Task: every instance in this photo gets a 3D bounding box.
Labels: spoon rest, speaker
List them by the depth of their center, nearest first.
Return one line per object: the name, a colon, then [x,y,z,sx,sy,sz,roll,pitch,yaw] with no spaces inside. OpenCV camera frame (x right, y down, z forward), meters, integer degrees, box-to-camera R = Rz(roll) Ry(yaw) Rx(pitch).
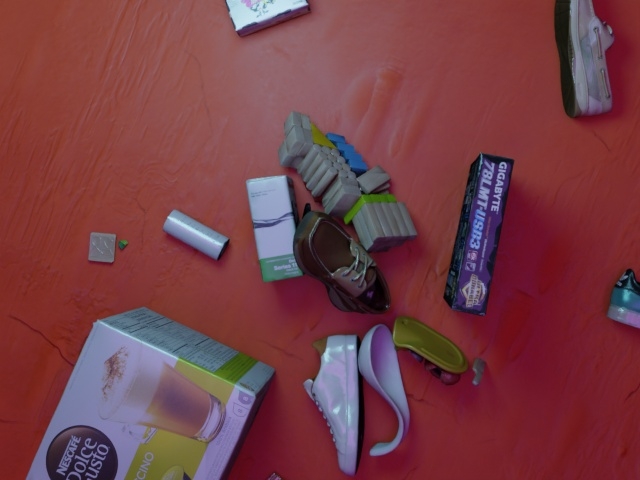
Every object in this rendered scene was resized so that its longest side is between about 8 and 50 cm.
spoon rest: [0.135,0.309,1.896,0.084,0.137,0.276,-1,100,26]
speaker: [-0.264,-0.013,1.941,0.136,0.055,0.055,28,93,2]

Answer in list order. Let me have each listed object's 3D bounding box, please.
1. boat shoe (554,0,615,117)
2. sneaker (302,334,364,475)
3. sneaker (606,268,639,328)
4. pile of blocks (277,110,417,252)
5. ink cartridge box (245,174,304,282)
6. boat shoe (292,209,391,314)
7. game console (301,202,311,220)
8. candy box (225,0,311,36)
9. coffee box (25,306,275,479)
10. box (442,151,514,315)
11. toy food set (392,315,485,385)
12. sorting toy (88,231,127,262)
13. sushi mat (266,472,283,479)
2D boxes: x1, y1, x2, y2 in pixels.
boat shoe: [0.542,-0.405,1.864,0.098,0.109,0.302,-7,96,-2]
sneaker: [0.028,0.344,1.914,0.123,0.106,0.290,-3,81,9]
sneaker: [0.745,0.141,1.857,0.302,0.108,0.121,15,96,4]
pile of blocks: [0.046,-0.110,1.910,0.362,0.149,0.112,50,136,10]
ink cartridge box: [-0.088,-0.026,1.882,0.087,0.153,0.208,-10,91,3]
boat shoe: [0.057,0.050,1.797,0.120,0.324,0.122,17,71,33]
game console: [0.000,0.000,1.871,0.071,0.107,0.122,1,53,-11]
candy box: [-0.129,-0.549,1.915,0.165,0.070,0.196,-19,89,3]
coffee box: [-0.319,0.357,1.809,0.334,0.338,0.337,25,92,3]
box: [0.305,-0.012,1.788,0.073,0.295,0.293,10,91,5]
toy food set: [0.230,0.246,1.891,0.218,0.128,0.071,32,113,-2]
sorting toy: [-0.458,0.016,1.974,0.083,0.012,0.062,5,87,7]
sushi mat: [-0.152,0.656,1.956,0.316,0.019,0.151,-45,79,3]
